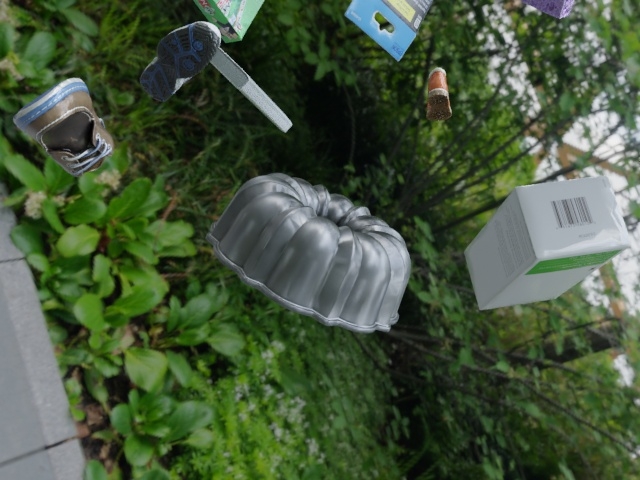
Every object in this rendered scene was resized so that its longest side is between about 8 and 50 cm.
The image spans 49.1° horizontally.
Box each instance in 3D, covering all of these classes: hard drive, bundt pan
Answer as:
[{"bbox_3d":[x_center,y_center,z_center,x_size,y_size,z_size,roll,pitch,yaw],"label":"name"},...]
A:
[{"bbox_3d":[-0.192,-0.390,1.741,0.203,0.040,0.307,46,4,18],"label":"hard drive"},{"bbox_3d":[0.000,0.000,1.082,0.331,0.124,0.331,25,15,-7],"label":"bundt pan"}]

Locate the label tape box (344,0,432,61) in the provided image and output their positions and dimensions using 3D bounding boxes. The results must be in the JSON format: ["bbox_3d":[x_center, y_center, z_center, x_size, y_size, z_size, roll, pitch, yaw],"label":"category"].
[{"bbox_3d":[0.160,-0.602,1.508,0.115,0.347,0.249,33,8,36],"label":"label tape box"}]

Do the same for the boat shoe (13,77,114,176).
[{"bbox_3d":[-0.220,-0.097,0.635,0.066,0.066,0.183,54,-6,-8],"label":"boat shoe"}]

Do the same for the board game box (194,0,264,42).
[{"bbox_3d":[-0.158,-0.562,1.313,0.213,0.046,0.317,51,52,-42],"label":"board game box"}]

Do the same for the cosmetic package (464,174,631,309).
[{"bbox_3d":[0.448,0.015,1.443,0.365,0.197,0.155,97,-17,-69],"label":"cosmetic package"}]

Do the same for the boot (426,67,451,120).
[{"bbox_3d":[0.280,-0.342,1.659,0.158,0.059,0.084,70,19,-70],"label":"boot"}]

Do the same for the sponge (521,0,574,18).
[{"bbox_3d":[0.316,-0.442,1.099,0.210,0.031,0.117,42,-36,38],"label":"sponge"}]

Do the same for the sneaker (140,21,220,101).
[{"bbox_3d":[-0.229,-0.312,1.165,0.080,0.211,0.081,46,53,-21],"label":"sneaker"}]
